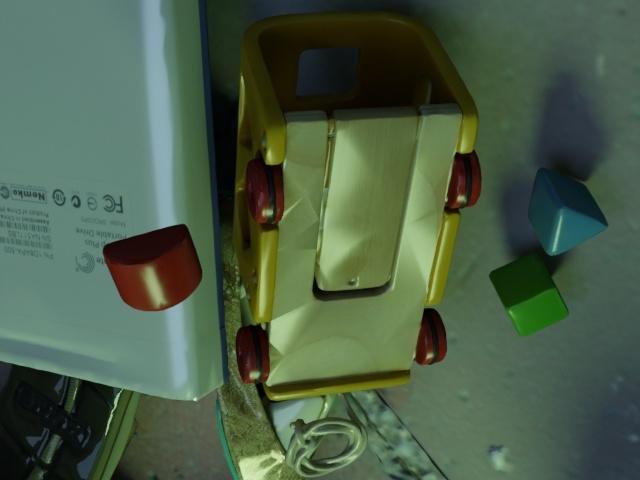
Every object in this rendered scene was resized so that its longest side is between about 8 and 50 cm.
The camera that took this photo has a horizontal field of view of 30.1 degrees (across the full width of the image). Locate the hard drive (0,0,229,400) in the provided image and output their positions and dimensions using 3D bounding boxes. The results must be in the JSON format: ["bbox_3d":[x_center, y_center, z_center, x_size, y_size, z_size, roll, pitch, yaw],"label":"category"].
[{"bbox_3d":[-0.149,-0.089,0.601,0.210,0.040,0.318,8,109,30],"label":"hard drive"}]

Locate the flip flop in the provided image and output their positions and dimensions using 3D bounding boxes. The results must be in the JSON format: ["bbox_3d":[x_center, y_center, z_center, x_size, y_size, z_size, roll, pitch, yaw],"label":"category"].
[{"bbox_3d":[-0.161,0.108,0.751,0.112,0.080,0.277,33,113,15],"label":"flip flop"}]

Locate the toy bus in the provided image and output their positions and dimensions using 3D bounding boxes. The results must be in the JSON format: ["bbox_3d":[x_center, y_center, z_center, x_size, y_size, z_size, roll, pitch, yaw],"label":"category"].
[{"bbox_3d":[0.006,-0.009,0.561,0.202,0.104,0.191,-37,131,18],"label":"toy bus"}]

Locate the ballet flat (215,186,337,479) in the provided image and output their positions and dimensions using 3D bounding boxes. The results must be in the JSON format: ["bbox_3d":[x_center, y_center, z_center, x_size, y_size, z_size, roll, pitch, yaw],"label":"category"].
[{"bbox_3d":[-0.028,0.065,0.650,0.067,0.073,0.206,-6,116,23],"label":"ballet flat"}]
